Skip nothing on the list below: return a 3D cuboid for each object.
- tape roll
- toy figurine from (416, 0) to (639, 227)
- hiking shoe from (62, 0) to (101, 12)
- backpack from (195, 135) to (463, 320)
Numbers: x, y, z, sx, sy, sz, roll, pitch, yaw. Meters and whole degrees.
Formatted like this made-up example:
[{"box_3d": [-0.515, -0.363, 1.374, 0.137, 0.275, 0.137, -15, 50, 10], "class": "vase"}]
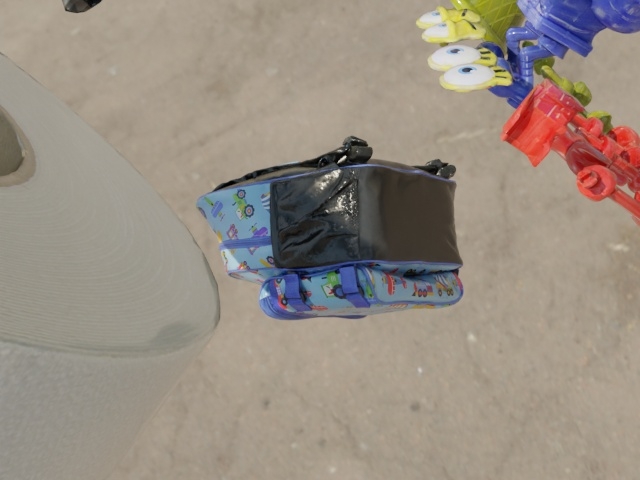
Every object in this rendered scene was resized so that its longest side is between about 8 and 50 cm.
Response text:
[{"box_3d": [-0.213, -0.054, 0.409, 0.072, 0.392, 0.392, -53, 42, 10], "class": "tape roll"}, {"box_3d": [0.202, -0.177, 0.745, 0.217, 0.191, 0.362, -52, 15, 20], "class": "toy figurine"}, {"box_3d": [-0.050, -0.089, 0.192, 0.114, 0.227, 0.086, -30, 75, 9], "class": "hiking shoe"}, {"box_3d": [0.000, 0.000, 0.831, 0.173, 0.158, 0.116, -8, 82, 33], "class": "backpack"}]
